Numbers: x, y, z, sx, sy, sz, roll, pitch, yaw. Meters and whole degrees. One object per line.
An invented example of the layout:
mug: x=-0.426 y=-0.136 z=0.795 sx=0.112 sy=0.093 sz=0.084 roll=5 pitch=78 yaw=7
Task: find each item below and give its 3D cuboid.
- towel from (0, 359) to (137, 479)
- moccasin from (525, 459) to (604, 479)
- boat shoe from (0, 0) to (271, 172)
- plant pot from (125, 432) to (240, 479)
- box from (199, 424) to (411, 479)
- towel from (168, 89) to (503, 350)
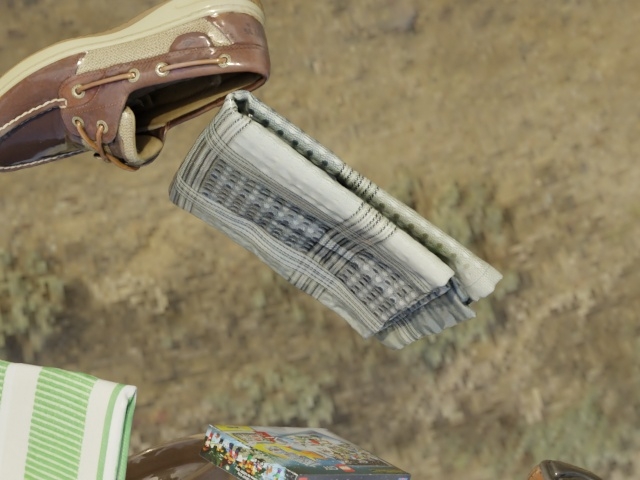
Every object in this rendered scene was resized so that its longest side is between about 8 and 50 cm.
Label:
towel: x=-0.359 y=0.262 z=1.872 sx=0.325 sy=0.248 sz=0.038 roll=5 pitch=176 yaw=31
moccasin: x=0.261 y=0.353 z=1.551 sx=0.139 sy=0.380 sz=0.147 roll=18 pitch=106 yaw=-23
boat shoe: x=-0.202 y=-0.133 z=1.627 sx=0.342 sy=0.123 sz=0.123 roll=-22 pitch=152 yaw=13
plant pot: x=-0.212 y=0.434 z=2.354 sx=0.263 sy=0.229 sz=0.263 roll=-18 pitch=-172 yaw=3
box: x=-0.017 y=0.286 z=2.067 sx=0.233 sy=0.159 sz=0.044 roll=10 pitch=101 yaw=-50
towel: x=0.000 y=0.000 z=1.655 sx=0.324 sy=0.056 sz=0.312 roll=35 pitch=158 yaw=-6
